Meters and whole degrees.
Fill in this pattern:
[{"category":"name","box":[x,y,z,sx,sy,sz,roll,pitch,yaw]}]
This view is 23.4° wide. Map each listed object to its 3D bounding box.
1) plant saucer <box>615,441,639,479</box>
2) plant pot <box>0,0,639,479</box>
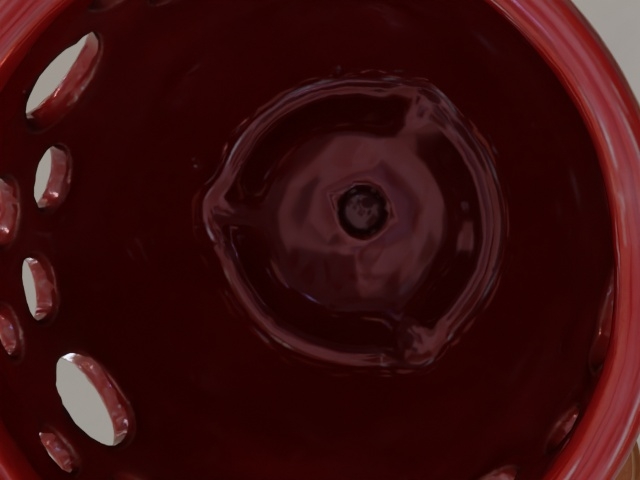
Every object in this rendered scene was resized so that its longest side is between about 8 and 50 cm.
[{"category":"plant saucer","box":[0.221,0.175,1.187,0.013,0.083,0.083,8,-158,-23]},{"category":"plant pot","box":[0.000,0.000,0.446,0.191,0.191,0.174,40,-171,3]}]
